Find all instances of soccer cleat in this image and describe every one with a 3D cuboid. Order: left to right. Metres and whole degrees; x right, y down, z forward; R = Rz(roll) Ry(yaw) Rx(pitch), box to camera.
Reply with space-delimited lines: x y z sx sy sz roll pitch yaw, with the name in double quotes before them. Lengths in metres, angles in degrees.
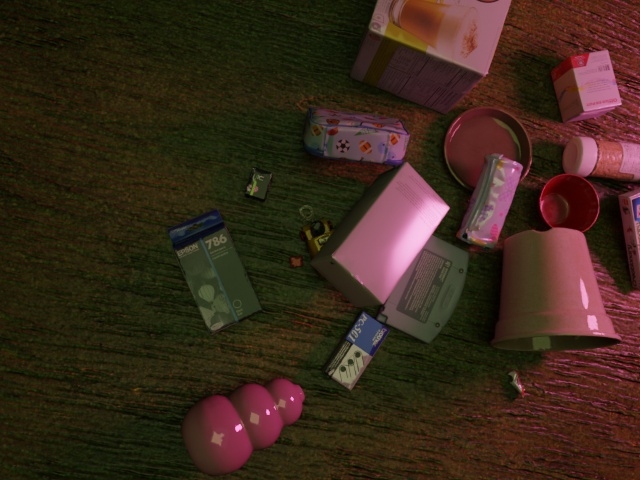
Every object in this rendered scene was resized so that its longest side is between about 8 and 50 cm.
"soccer cleat" 0.577 0.425 1.727 0.036 0.029 0.083 -16 82 2

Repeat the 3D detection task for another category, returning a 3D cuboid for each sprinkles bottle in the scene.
"sprinkles bottle" 0.930 -0.239 1.781 0.356 0.121 0.121 5 84 -5

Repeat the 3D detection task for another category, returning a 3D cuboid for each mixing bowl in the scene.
"mixing bowl" 0.724 -0.103 1.759 0.182 0.098 0.181 0 85 -5

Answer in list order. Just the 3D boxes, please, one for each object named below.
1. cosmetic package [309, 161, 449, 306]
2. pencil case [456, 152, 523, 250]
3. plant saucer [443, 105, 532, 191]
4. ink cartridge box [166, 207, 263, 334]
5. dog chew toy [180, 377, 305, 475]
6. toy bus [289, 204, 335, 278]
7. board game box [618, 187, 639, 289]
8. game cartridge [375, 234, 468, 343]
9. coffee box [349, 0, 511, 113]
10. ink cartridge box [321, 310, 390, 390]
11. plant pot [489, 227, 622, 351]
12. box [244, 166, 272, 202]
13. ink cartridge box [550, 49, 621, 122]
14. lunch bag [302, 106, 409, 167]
"cosmetic package" 0.166 -0.015 1.609 0.197 0.155 0.365 46 67 -12
"pencil case" 0.486 -0.112 1.698 0.124 0.113 0.273 14 100 -32
"plant saucer" 0.506 -0.271 1.786 0.278 0.041 0.277 1 83 -6
"ink cartridge box" -0.302 0.083 1.662 0.166 0.065 0.332 -25 86 -7
"dog chew toy" -0.197 0.479 1.567 0.332 0.206 0.206 -24 87 -15
"toy bus" 0.010 0.009 1.677 0.202 0.104 0.190 22 82 -3
"board game box" 1.010 -0.022 1.750 0.193 0.053 0.305 -19 107 -7
"game cartridge" 0.310 0.139 1.719 0.198 0.062 0.297 27 82 -6
"coffee box" 0.310 -0.609 1.652 0.335 0.338 0.337 20 83 -3
"ink cartridge box" 0.101 0.315 1.683 0.097 0.046 0.207 35 82 -2
"plant pot" 0.637 0.139 1.640 0.334 0.334 0.305 3 72 -5
"box" -0.180 -0.162 1.704 0.062 0.052 0.083 17 81 -3
"ink cartridge box" 0.808 -0.466 1.790 0.128 0.127 0.176 -11 85 -7
"lunch bag" 0.103 -0.299 1.663 0.304 0.243 0.114 8 112 -6
